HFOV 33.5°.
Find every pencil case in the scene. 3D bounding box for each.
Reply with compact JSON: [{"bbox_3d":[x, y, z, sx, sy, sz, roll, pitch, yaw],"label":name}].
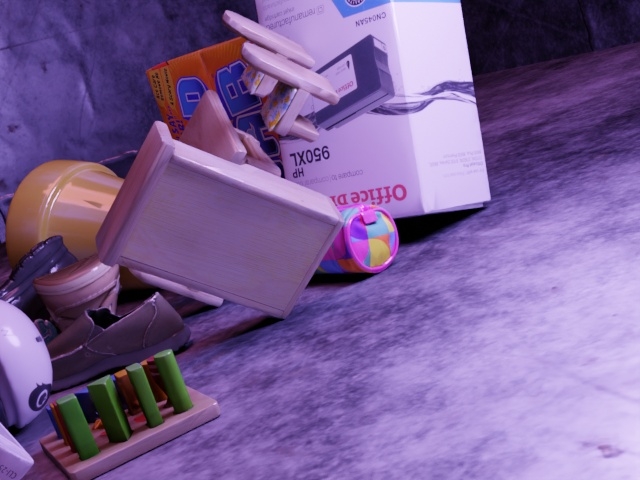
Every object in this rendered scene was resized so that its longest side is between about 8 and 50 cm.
[{"bbox_3d":[0.000,0.000,1.496,0.104,0.104,0.236,-28,17,-38],"label":"pencil case"}]

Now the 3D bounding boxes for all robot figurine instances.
[{"bbox_3d":[-0.448,0.178,1.223,0.278,0.173,0.209,-25,40,-26],"label":"robot figurine"}]

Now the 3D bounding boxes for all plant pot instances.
[{"bbox_3d":[-0.372,-0.008,1.849,0.239,0.254,0.254,7,23,29],"label":"plant pot"}]

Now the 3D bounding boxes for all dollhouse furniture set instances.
[{"bbox_3d":[-0.166,-0.094,1.435,0.256,0.362,0.394,21,21,-28],"label":"dollhouse furniture set"}]

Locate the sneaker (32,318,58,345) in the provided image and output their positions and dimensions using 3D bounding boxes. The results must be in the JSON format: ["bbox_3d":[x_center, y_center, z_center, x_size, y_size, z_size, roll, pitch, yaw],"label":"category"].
[{"bbox_3d":[-0.470,0.176,1.575,0.166,0.065,0.076,-23,-5,-36],"label":"sneaker"}]

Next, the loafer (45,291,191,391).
[{"bbox_3d":[-0.298,0.129,1.404,0.251,0.087,0.094,-18,11,6],"label":"loafer"}]

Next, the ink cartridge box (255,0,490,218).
[{"bbox_3d":[0.075,-0.222,1.618,0.166,0.395,0.285,-11,2,-44],"label":"ink cartridge box"}]

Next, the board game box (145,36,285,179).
[{"bbox_3d":[-0.058,-0.253,2.139,0.356,0.356,0.356,-8,16,45],"label":"board game box"}]

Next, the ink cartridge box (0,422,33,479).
[{"bbox_3d":[-0.430,0.224,0.976,0.261,0.066,0.296,-49,42,-12],"label":"ink cartridge box"}]

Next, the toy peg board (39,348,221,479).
[{"bbox_3d":[-0.213,0.167,1.112,0.161,0.079,0.161,-23,12,-23],"label":"toy peg board"}]

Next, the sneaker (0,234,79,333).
[{"bbox_3d":[-0.481,0.125,1.686,0.286,0.130,0.109,-46,14,-17],"label":"sneaker"}]

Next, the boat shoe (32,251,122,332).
[{"bbox_3d":[-0.334,0.084,1.524,0.122,0.110,0.341,-24,2,-14],"label":"boat shoe"}]
